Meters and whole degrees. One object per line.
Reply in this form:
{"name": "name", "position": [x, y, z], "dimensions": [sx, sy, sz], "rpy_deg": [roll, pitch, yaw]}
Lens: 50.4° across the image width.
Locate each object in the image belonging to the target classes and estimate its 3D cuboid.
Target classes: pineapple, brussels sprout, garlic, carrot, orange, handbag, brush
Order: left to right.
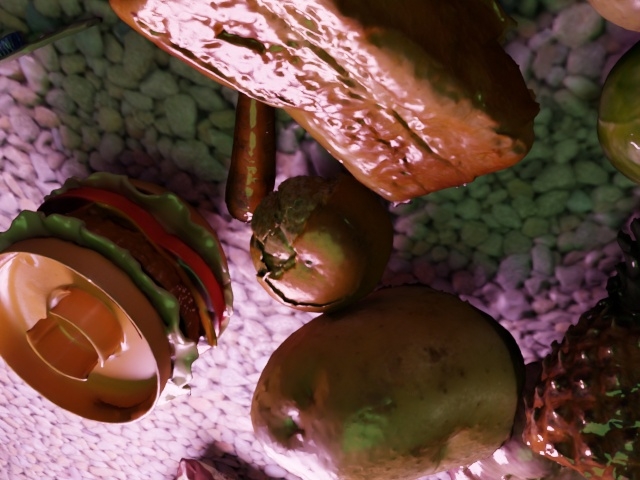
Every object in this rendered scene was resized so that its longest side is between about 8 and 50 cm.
{"name": "brush", "position": [-0.306, -0.210, 0.715], "dimensions": [0.179, 0.033, 0.030], "rpy_deg": [-12, 109, 26]}
{"name": "handbag", "position": [-0.177, 0.468, 1.158], "dimensions": [0.213, 0.127, 0.235], "rpy_deg": [28, 133, -8]}
{"name": "carrot", "position": [-0.072, -0.092, 0.724], "dimensions": [0.055, 0.055, 0.161], "rpy_deg": [14, 124, 7]}
{"name": "orange", "position": [0.000, 0.000, 0.719], "dimensions": [0.157, 0.134, 0.156], "rpy_deg": [3, 105, 12]}
{"name": "garlic", "position": [0.264, 0.243, 0.821], "dimensions": [0.245, 0.160, 0.244], "rpy_deg": [-8, 123, -12]}
{"name": "pineapple", "position": [0.297, 0.090, 0.652], "dimensions": [0.158, 0.158, 0.278], "rpy_deg": [18, 88, 4]}
{"name": "brussels sprout", "position": [0.304, -0.101, 0.551], "dimensions": [0.155, 0.117, 0.155], "rpy_deg": [15, 129, 19]}

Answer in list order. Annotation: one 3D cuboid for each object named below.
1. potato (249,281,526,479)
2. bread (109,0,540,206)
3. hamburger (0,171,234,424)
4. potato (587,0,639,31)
{"name": "potato", "position": [0.047, 0.168, 0.736], "dimensions": [0.285, 0.242, 0.242], "rpy_deg": [7, 135, 48]}
{"name": "bread", "position": [0.015, -0.167, 0.525], "dimensions": [0.195, 0.148, 0.344], "rpy_deg": [-14, 147, 43]}
{"name": "hamburger", "position": [-0.228, 0.053, 0.781], "dimensions": [0.275, 0.212, 0.274], "rpy_deg": [13, 127, 17]}
{"name": "potato", "position": [0.241, -0.288, 0.361], "dimensions": [0.270, 0.219, 0.359], "rpy_deg": [2, 136, 28]}
